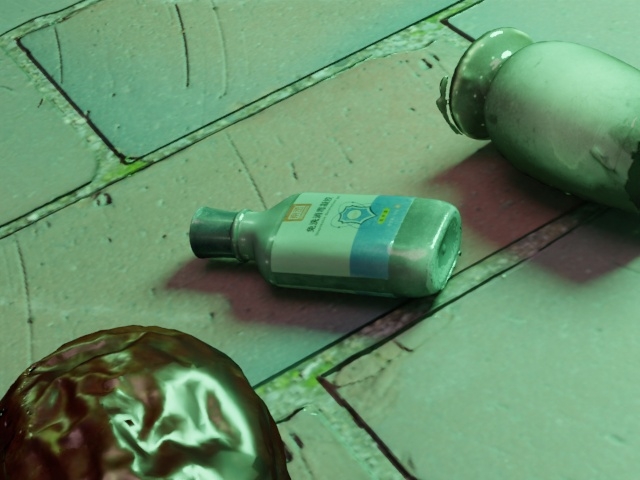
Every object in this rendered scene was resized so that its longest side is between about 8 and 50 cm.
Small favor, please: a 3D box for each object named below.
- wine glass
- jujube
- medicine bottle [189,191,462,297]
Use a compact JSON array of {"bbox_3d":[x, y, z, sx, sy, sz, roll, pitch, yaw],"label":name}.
[{"bbox_3d":[0.195,-0.093,1.055,0.111,0.111,0.204,-33,38,-22],"label":"wine glass"},{"bbox_3d":[-0.104,0.158,0.806,0.183,0.183,0.243,-19,42,-5],"label":"jujube"},{"bbox_3d":[0.000,0.000,1.051,0.208,0.054,0.090,4,42,24],"label":"medicine bottle"}]
